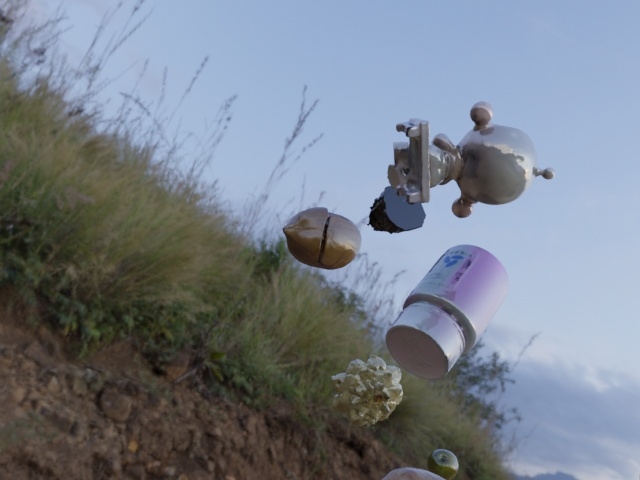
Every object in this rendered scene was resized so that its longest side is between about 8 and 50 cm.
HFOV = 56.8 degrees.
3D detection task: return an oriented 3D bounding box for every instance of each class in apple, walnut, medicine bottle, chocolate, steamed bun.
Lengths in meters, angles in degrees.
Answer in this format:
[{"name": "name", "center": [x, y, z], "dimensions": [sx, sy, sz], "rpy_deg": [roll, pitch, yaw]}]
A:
[{"name": "apple", "center": [0.355, 0.649, 1.716], "dimensions": [0.090, 0.089, 0.074], "rpy_deg": [11, -47, 21]}, {"name": "walnut", "center": [0.000, 0.000, 1.925], "dimensions": [0.298, 0.203, 0.203], "rpy_deg": [10, -12, -36]}, {"name": "medicine bottle", "center": [0.240, 0.130, 1.113], "dimensions": [0.152, 0.254, 0.152], "rpy_deg": [26, -42, 27]}, {"name": "chocolate", "center": [0.198, -0.077, 1.707], "dimensions": [0.156, 0.156, 0.133], "rpy_deg": [29, -31, -22]}, {"name": "steamed bun", "center": [0.180, 0.599, 2.290], "dimensions": [0.296, 0.292, 0.137], "rpy_deg": [25, 9, -14]}]

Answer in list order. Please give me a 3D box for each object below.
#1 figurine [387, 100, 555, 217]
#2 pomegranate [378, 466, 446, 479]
[{"name": "figurine", "center": [0.249, -0.132, 0.972], "dimensions": [0.257, 0.181, 0.144], "rpy_deg": [-3, -3, -5]}, {"name": "pomegranate", "center": [0.223, 0.646, 1.367], "dimensions": [0.248, 0.248, 0.248], "rpy_deg": [17, -21, 7]}]
